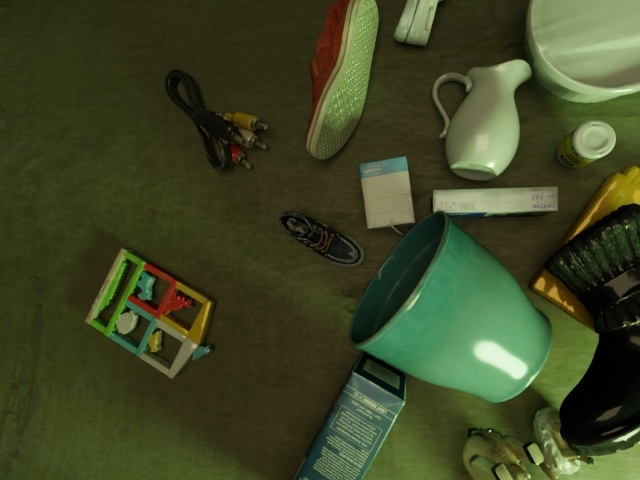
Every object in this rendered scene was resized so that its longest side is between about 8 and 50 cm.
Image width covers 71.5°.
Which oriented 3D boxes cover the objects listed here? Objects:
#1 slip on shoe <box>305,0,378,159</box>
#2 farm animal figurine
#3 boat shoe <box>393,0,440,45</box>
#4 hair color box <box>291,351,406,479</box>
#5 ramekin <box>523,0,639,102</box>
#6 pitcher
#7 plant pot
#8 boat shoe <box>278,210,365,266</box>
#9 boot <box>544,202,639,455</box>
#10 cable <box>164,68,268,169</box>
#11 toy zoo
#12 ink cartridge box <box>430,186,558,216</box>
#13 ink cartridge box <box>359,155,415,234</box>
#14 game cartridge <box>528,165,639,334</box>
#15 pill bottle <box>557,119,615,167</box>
[{"bbox_3d":[0.028,-0.323,0.891,0.101,0.123,0.331,13,91,35],"label":"slip on shoe"},{"bbox_3d":[0.319,0.476,0.752,0.331,0.172,0.326,-7,75,-15],"label":"farm animal figurine"},{"bbox_3d":[0.217,-0.496,0.877,0.076,0.083,0.226,20,103,0],"label":"boat shoe"},{"bbox_3d":[0.032,0.394,0.821,0.105,0.174,0.347,28,93,12],"label":"hair color box"},{"bbox_3d":[0.492,-0.371,0.783,0.273,0.127,0.272,-1,87,11],"label":"ramekin"},{"bbox_3d":[0.282,-0.224,0.833,0.178,0.125,0.207,10,79,32],"label":"pitcher"},{"bbox_3d":[0.228,0.132,0.761,0.255,0.271,0.271,35,95,-4],"label":"plant pot"},{"bbox_3d":[0.000,0.000,0.889,0.183,0.083,0.065,27,93,11],"label":"boat shoe"},{"bbox_3d":[0.452,0.133,0.714,0.348,0.131,0.260,-40,85,-8],"label":"boot"},{"bbox_3d":[-0.241,-0.258,0.978,0.287,0.072,0.139,39,113,22],"label":"cable"},{"bbox_3d":[-0.359,0.168,0.982,0.293,0.030,0.192,28,93,11],"label":"toy zoo"},{"bbox_3d":[0.312,-0.068,0.822,0.207,0.097,0.046,0,88,12],"label":"ink cartridge box"},{"bbox_3d":[0.131,-0.077,0.861,0.090,0.092,0.143,-7,86,11],"label":"ink cartridge box"},{"bbox_3d":[0.594,0.063,0.783,0.324,0.053,0.285,35,94,10],"label":"game cartridge"},{"bbox_3d":[0.461,-0.165,0.785,0.065,0.116,0.065,-1,87,12],"label":"pill bottle"}]
